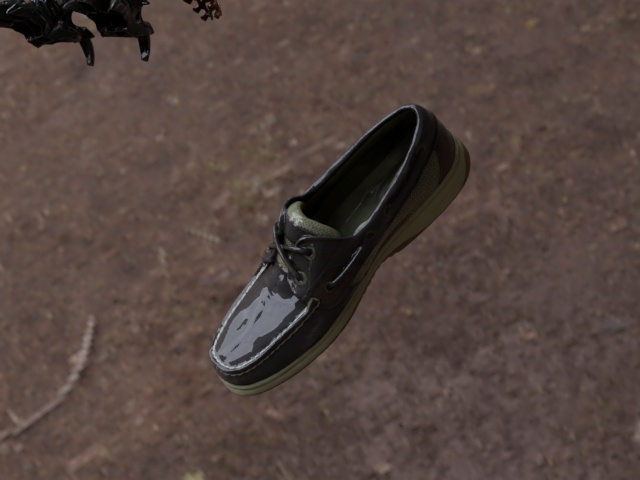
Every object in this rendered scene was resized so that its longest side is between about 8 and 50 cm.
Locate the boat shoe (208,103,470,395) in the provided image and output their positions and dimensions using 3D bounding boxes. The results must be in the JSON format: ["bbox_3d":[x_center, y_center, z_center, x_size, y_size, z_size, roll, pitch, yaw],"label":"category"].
[{"bbox_3d":[0.001,0.000,1.019,0.223,0.073,0.080,-46,46,-2],"label":"boat shoe"}]

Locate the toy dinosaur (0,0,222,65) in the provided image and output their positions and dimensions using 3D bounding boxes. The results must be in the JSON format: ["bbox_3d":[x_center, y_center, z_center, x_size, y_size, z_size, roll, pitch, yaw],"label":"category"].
[{"bbox_3d":[-0.200,-0.291,1.483,0.164,0.322,0.218,-15,57,57],"label":"toy dinosaur"}]
